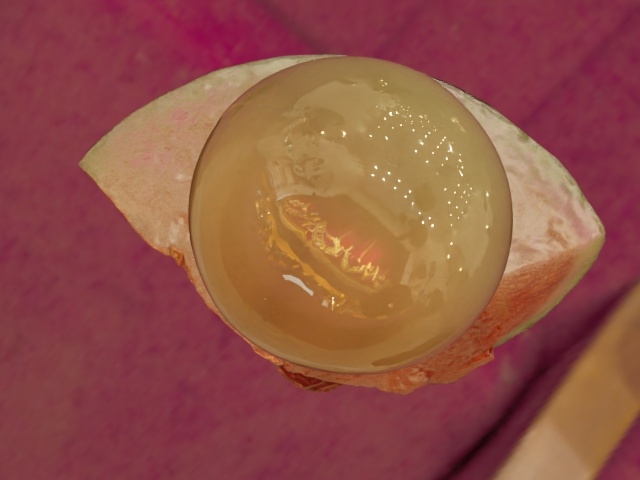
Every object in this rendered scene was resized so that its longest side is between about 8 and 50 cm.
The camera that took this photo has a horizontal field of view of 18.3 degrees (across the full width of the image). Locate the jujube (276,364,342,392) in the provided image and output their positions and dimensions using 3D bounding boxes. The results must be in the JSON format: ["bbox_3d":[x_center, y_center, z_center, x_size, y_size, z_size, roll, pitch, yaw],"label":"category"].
[{"bbox_3d":[0.024,0.053,1.772,0.112,0.176,0.109,42,13,-9],"label":"jujube"}]

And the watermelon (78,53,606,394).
[{"bbox_3d":[0.017,0.003,1.624,0.319,0.222,0.292,-31,66,-14],"label":"watermelon"}]

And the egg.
[{"bbox_3d":[0.018,-0.017,1.354,0.219,0.269,0.219,-3,96,-27],"label":"egg"}]
